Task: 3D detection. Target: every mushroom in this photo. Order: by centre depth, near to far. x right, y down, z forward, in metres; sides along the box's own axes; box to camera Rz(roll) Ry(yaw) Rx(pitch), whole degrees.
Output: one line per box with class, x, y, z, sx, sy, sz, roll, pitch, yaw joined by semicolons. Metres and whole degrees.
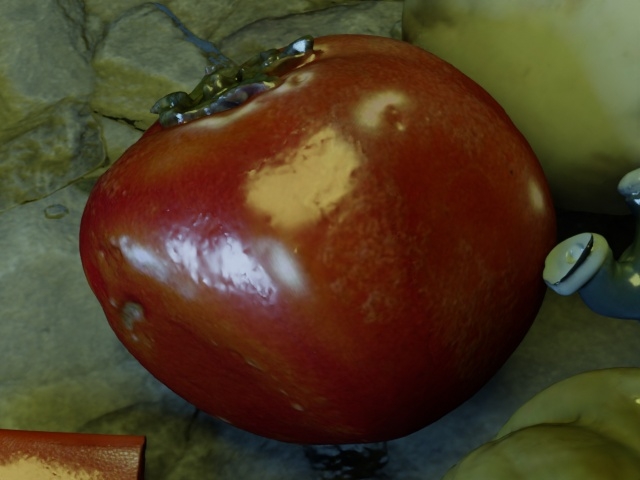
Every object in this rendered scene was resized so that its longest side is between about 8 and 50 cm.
mushroom;0.235;-0.173;1.139;0.314;0.314;0.336;7;9;14

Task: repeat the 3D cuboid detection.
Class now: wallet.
wallet;-0.233;0.200;1.027;0.204;0.045;0.142;4;56;-2

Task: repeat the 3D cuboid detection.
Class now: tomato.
tomato;0.000;0.000;1.026;0.325;0.290;0.293;-12;26;49

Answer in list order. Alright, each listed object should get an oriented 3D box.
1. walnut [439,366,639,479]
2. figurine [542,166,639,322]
walnut;0.205;0.210;0.850;0.277;0.253;0.282;35;58;24
figurine;0.289;0.025;0.982;0.140;0.265;0.193;37;106;50
